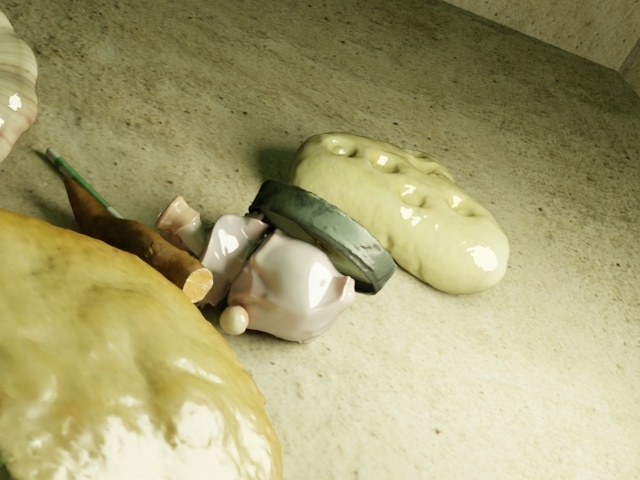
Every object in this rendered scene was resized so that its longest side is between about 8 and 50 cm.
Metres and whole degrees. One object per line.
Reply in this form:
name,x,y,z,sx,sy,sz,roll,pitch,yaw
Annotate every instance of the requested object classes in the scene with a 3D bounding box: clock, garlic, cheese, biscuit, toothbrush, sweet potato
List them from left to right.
garlic,-0.477,-0.190,1.117,0.245,0.245,0.253,34,-5,11
toothbrush,-0.312,-0.054,1.174,0.257,0.018,0.024,41,41,22
biscuit,-0.199,0.141,0.774,0.446,0.104,0.429,22,28,-49
sweet potato,-0.252,0.000,1.064,0.281,0.067,0.059,26,60,35
clock,0.000,0.000,1.166,0.226,0.049,0.226,31,-13,8
cheese,0.117,-0.051,1.379,0.328,0.130,0.351,9,34,-31

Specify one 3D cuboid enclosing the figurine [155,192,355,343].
figurine,-0.089,0.037,1.095,0.275,0.133,0.200,28,35,3
